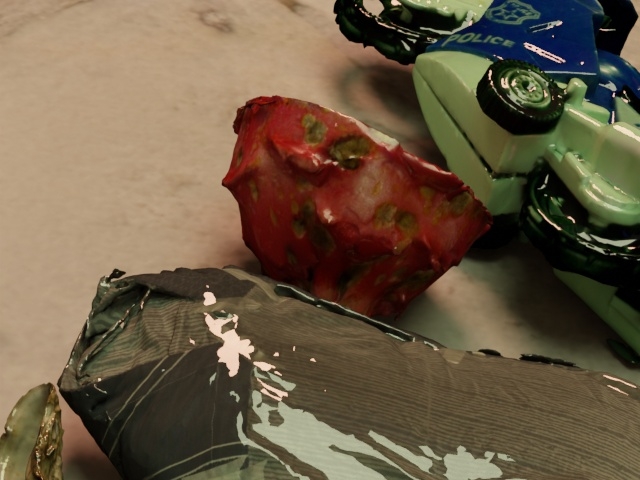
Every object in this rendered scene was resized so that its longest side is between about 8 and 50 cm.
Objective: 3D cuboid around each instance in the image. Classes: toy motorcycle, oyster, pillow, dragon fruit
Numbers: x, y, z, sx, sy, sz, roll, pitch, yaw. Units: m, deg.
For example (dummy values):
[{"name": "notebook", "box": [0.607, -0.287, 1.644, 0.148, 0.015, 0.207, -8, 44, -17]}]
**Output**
[{"name": "toy motorcycle", "box": [0.148, -0.074, 1.052, 0.196, 0.125, 0.331, -7, 40, -30]}, {"name": "oyster", "box": [-0.112, 0.102, 0.751, 0.038, 0.080, 0.083, 26, 66, -27]}, {"name": "pillow", "box": [0.044, 0.099, 0.801, 0.335, 0.093, 0.161, 14, 36, -8]}, {"name": "dragon fruit", "box": [0.000, 0.000, 0.914, 0.153, 0.153, 0.111, 26, 78, 9]}]
